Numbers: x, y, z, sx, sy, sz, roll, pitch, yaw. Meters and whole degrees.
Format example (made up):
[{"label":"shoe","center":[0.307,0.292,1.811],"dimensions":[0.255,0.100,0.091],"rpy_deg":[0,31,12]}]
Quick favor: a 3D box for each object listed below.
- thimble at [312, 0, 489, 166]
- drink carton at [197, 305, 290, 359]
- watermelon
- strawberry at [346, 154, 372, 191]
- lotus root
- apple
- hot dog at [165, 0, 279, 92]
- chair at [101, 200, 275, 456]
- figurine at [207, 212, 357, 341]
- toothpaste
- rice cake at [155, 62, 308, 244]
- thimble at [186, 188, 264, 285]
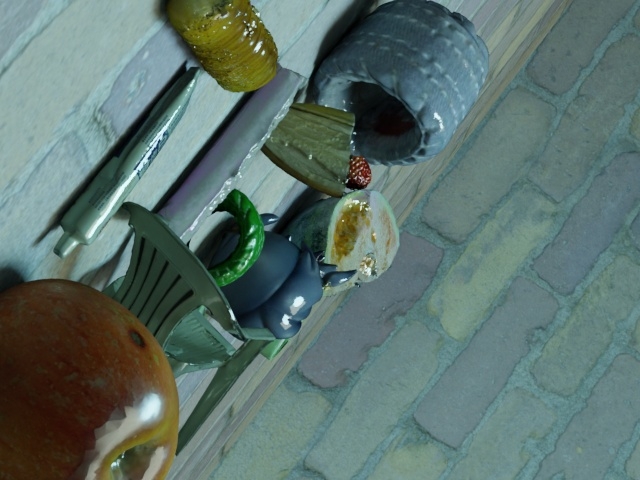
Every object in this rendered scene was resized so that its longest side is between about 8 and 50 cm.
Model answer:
[{"label":"thimble","center":[0.114,-0.217,1.834],"dimensions":[0.172,0.205,0.236],"rpy_deg":[-52,170,-27]},{"label":"drink carton","center":[-0.102,0.108,2.140],"dimensions":[0.146,0.142,0.144],"rpy_deg":[-57,171,28]},{"label":"watermelon","center":[0.001,-0.007,2.329],"dimensions":[0.322,0.188,0.175],"rpy_deg":[-12,103,-66]},{"label":"strawberry","center":[0.062,-0.129,2.380],"dimensions":[0.073,0.073,0.083],"rpy_deg":[-25,136,-74]},{"label":"lotus root","center":[-0.018,-0.119,1.766],"dimensions":[0.095,0.135,0.159],"rpy_deg":[-61,-177,44]},{"label":"apple","center":[-0.247,0.163,1.268],"dimensions":[0.253,0.253,0.253],"rpy_deg":[-53,171,-11]},{"label":"hot dog","center":[-0.086,-0.197,1.288],"dimensions":[0.083,0.068,0.289],"rpy_deg":[-48,173,1]},{"label":"chair","center":[-0.184,0.095,1.461],"dimensions":[0.274,0.203,0.190],"rpy_deg":[-52,161,19]},{"label":"figurine","center":[-0.075,0.062,1.946],"dimensions":[0.175,0.197,0.265],"rpy_deg":[-56,-171,2]},{"label":"toothpaste","center":[-0.189,-0.075,1.307],"dimensions":[0.233,0.038,0.060],"rpy_deg":[-55,176,-19]},{"label":"rice cake","center":[-0.108,-0.102,1.577],"dimensions":[0.270,0.055,0.049],"rpy_deg":[-52,172,-10]},{"label":"thimble","center":[-0.132,-0.001,1.639],"dimensions":[0.130,0.118,0.090],"rpy_deg":[-28,176,2]}]
